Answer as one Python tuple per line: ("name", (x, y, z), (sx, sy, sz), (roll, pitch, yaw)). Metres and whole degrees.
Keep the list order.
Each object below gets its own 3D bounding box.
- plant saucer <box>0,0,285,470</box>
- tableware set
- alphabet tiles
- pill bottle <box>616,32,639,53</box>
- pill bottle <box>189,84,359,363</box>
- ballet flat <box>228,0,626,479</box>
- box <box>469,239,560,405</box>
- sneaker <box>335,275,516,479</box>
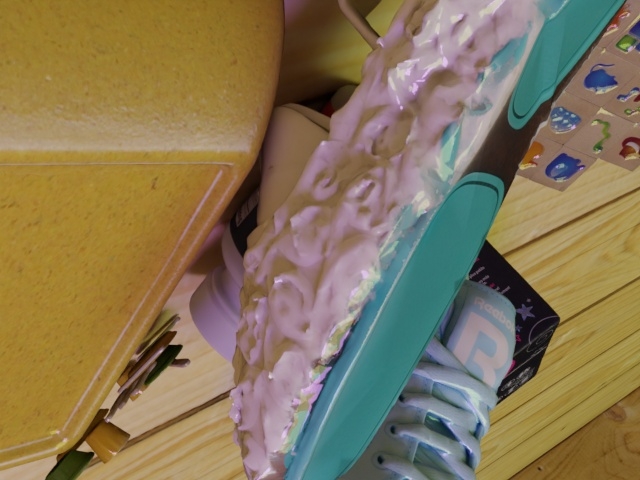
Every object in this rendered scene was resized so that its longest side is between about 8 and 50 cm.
("plant saucer", (-0.181, 0.023, 0.415), (0.333, 0.081, 0.333), (-6, 138, -50))
("tableware set", (-0.130, 0.111, 0.610), (0.104, 0.024, 0.154), (-45, -172, 8))
("alphabet tiles", (0.179, -0.118, 0.629), (0.237, 0.009, 0.198), (15, 133, -32))
("pill bottle", (0.245, -0.144, 0.712), (0.094, 0.094, 0.169), (-48, 147, 16))
("pill bottle", (0.000, 0.000, 0.597), (0.180, 0.108, 0.108), (-49, 154, 19))
("ballet flat", (0.051, -0.069, 0.467), (0.409, 0.147, 0.147), (-59, 153, 6))
("box", (0.076, 0.120, 0.868), (0.247, 0.142, 0.163), (-33, 156, -12))
("sneaker", (0.064, 0.095, 0.619), (0.135, 0.366, 0.150), (37, 114, -26))
